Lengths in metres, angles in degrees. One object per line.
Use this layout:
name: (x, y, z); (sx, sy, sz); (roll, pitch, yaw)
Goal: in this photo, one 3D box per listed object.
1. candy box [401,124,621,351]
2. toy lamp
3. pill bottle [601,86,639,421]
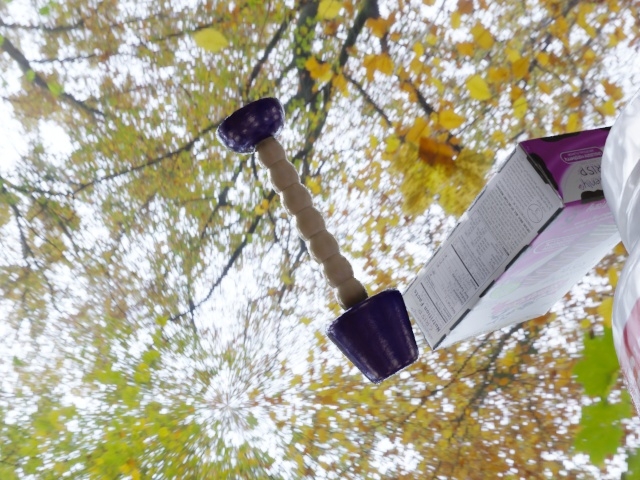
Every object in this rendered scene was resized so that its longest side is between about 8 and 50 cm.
candy box: (0.194, 0.001, 0.768); (0.159, 0.233, 0.071); (-13, -119, -31)
toy lamp: (0.000, 0.000, 0.760); (0.080, 0.080, 0.274); (-29, -100, -11)
pill bottle: (0.262, 0.086, 0.347); (0.229, 0.229, 0.407); (0, -134, -6)
